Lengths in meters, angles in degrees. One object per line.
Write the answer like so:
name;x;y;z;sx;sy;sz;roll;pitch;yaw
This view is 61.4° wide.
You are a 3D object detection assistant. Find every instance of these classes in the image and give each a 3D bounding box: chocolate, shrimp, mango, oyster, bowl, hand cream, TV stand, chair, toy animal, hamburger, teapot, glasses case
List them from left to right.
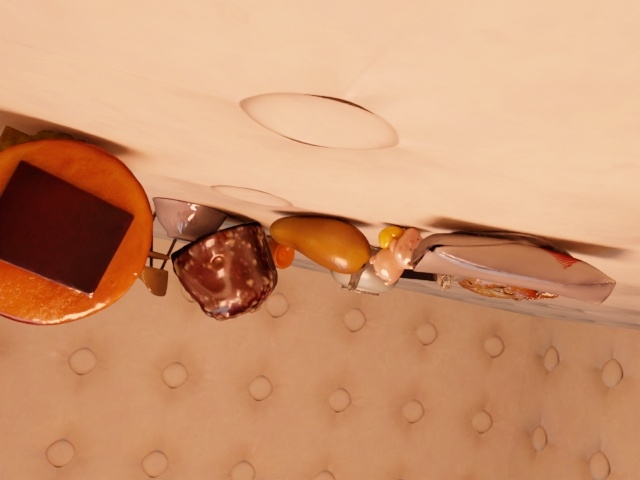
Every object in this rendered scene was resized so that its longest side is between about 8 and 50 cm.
hamburger;-0.403;-0.018;0.803;0.291;0.290;0.225;15;-179;-32
chair;-0.538;0.037;1.674;0.173;0.246;0.159;10;173;21
bowl;-0.328;-0.041;1.327;0.189;0.085;0.189;12;174;1
chocolate;-0.218;0.088;1.345;0.225;0.209;0.340;-25;178;4
hand cream;-0.220;0.015;1.715;0.140;0.089;0.314;20;177;-44
mango;0.000;0.000;1.072;0.228;0.099;0.136;17;-177;34
teapot;0.119;0.085;1.467;0.193;0.129;0.294;11;174;14
toy animal;0.146;0.022;0.979;0.091;0.114;0.082;51;166;-28
TV stand;0.270;0.092;1.639;0.040;0.048;0.257;17;172;-31
oyster;0.312;0.069;1.165;0.252;0.086;0.199;7;168;-35
shrimp;0.515;0.126;1.490;0.267;0.061;0.145;11;165;25
glasses case;0.306;0.031;0.863;0.309;0.083;0.128;11;168;6

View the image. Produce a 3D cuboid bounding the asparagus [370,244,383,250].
asparagus;0.176;0.025;1.364;0.163;0.016;0.016;10;-160;14
